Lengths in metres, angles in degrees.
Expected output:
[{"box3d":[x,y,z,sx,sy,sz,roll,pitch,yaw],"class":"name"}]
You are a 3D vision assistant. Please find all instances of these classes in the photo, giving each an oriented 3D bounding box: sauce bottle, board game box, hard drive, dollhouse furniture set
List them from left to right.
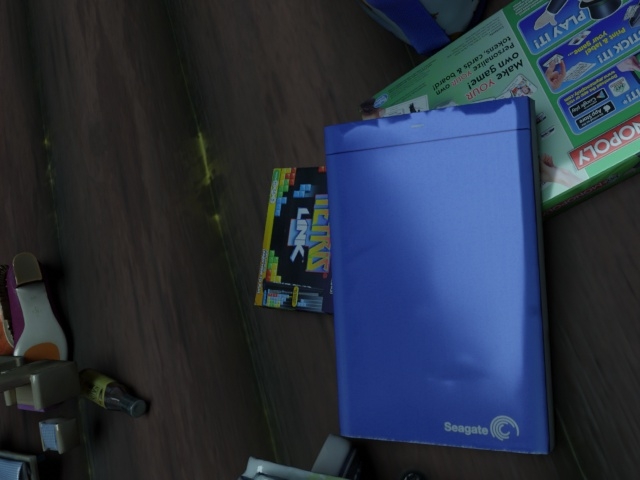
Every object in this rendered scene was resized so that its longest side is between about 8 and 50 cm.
[{"box3d":[-0.483,0.327,0.971,0.287,0.198,0.303,-3,96,34],"class":"dollhouse furniture set"},{"box3d":[-0.293,0.214,0.993,0.128,0.042,0.042,11,86,39],"class":"sauce bottle"},{"box3d":[0.000,0.000,0.828,0.141,0.048,0.170,0,79,37],"class":"board game box"},{"box3d":[0.109,0.036,0.693,0.210,0.040,0.318,-4,89,30],"class":"hard drive"},{"box3d":[0.203,-0.128,0.712,0.317,0.046,0.213,-30,64,27],"class":"board game box"}]

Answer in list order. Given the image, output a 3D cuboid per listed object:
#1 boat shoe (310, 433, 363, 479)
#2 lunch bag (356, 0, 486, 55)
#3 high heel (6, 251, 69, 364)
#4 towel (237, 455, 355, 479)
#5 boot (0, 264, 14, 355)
[{"box3d":[0.021,0.377,0.697,0.158,0.127,0.340,17,76,8],"class":"boat shoe"},{"box3d":[0.033,-0.410,0.730,0.239,0.328,0.385,-23,65,28],"class":"lunch bag"},{"box3d":[-0.450,0.143,1.123,0.117,0.082,0.244,-35,72,65],"class":"high heel"},{"box3d":[0.043,0.395,0.583,0.321,0.090,0.374,12,80,6],"class":"towel"},{"box3d":[-0.523,0.119,1.176,0.085,0.059,0.157,-35,62,30],"class":"boot"}]
